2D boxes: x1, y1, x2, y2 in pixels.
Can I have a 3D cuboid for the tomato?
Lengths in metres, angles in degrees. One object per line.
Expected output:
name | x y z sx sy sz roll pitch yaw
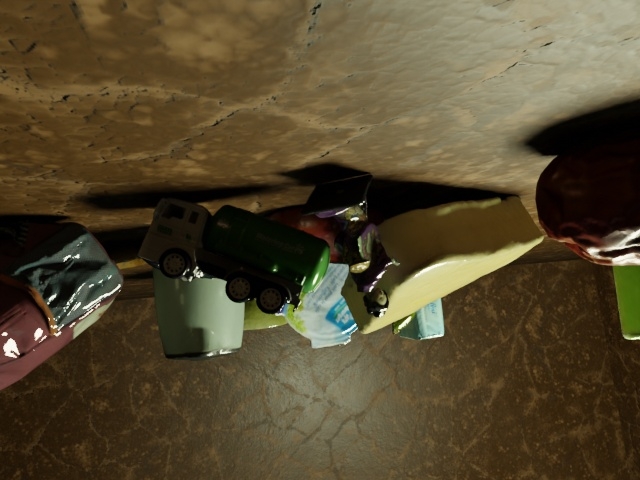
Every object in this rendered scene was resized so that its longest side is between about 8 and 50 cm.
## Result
tomato | 0.002 0.003 0.909 0.228 0.101 0.228 -4 175 0

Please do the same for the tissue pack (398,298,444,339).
tissue pack | 0.247 0.122 1.326 0.089 0.263 0.177 -8 173 -9

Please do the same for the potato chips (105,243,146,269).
potato chips | -0.400 0.037 1.028 0.150 0.049 0.202 -7 171 -29

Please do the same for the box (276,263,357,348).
box | -0.025 0.112 1.309 0.291 0.262 0.206 35 173 -12

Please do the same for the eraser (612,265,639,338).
eraser | 0.633 0.029 0.898 0.210 0.274 0.092 -11 169 30

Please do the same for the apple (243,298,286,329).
apple | -0.209 0.205 1.528 0.360 0.320 0.311 -11 132 37

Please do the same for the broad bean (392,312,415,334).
broad bean | 0.192 0.076 1.075 0.052 0.256 0.053 17 158 -4

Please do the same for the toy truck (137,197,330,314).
toy truck | -0.112 0.020 0.691 0.243 0.124 0.101 19 174 -1

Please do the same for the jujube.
jujube | 0.385 -0.053 0.574 0.251 0.174 0.174 2 177 34

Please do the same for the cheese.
cheese | 0.180 0.035 0.847 0.384 0.104 0.384 -23 162 -8

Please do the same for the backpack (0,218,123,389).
backpack | -0.484 0.112 0.740 0.283 0.197 0.317 -16 -156 51

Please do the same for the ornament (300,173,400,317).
ornament | 0.062 0.015 0.677 0.081 0.203 0.088 -16 -156 26

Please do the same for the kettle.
kettle | -0.222 0.102 0.937 0.161 0.236 0.221 -4 172 -15
